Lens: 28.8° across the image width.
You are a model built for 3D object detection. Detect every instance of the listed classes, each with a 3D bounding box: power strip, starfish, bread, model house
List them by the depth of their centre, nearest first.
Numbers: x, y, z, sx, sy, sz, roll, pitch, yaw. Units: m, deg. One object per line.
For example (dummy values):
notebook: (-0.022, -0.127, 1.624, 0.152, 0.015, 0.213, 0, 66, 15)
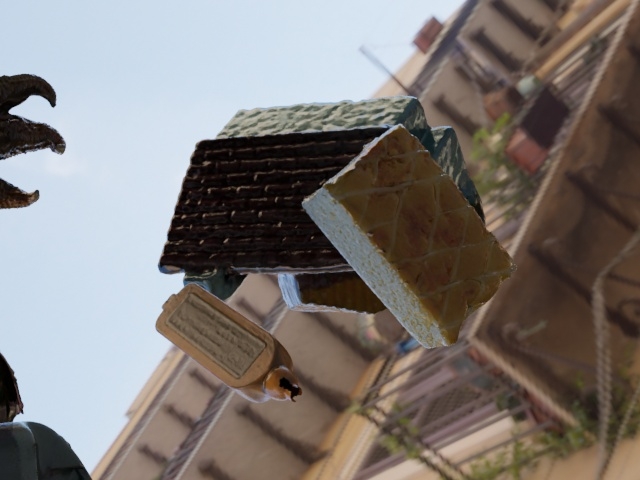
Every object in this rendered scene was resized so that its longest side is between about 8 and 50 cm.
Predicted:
power strip: (-0.066, 0.081, 0.929, 0.049, 0.178, 0.028, -50, -52, -10)
bread: (0.087, -0.005, 1.170, 0.188, 0.068, 0.125, 50, -126, -6)
starfish: (-0.379, -0.111, 1.289, 0.238, 0.071, 0.216, -33, -56, -35)
model house: (0.000, 0.000, 1.334, 0.249, 0.280, 0.230, -58, -44, -45)

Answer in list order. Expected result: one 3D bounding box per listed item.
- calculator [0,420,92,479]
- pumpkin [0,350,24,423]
calculator: (-0.228, 0.167, 0.620, 0.246, 0.045, 0.141, -4, -101, -15)
pumpkin: (-0.400, 0.161, 0.964, 0.320, 0.320, 0.192, -26, -82, -36)
